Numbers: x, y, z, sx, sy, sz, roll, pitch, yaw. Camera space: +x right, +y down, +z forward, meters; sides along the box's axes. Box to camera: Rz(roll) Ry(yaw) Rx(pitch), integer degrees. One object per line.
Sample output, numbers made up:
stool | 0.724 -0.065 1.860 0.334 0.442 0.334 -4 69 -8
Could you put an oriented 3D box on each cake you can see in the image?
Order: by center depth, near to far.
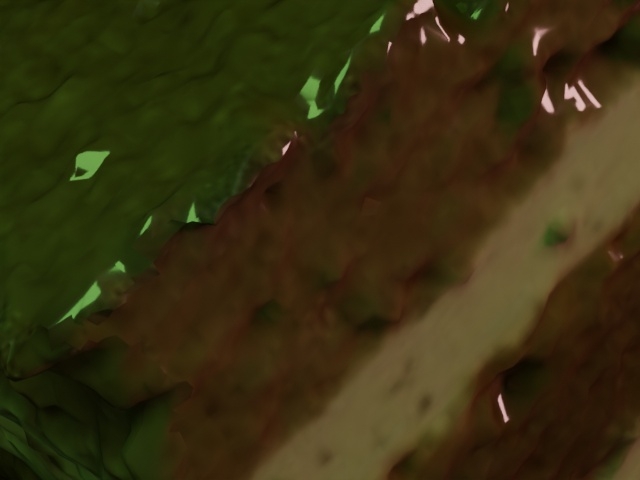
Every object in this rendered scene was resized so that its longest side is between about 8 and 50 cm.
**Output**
cake | 0.000 0.000 0.561 0.282 0.290 0.256 -44 38 -16
